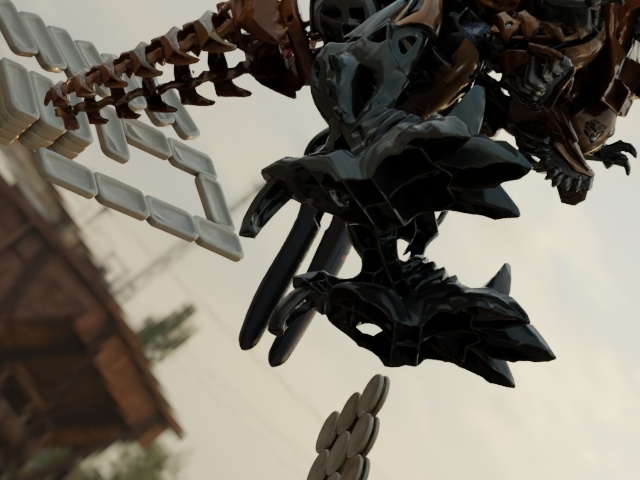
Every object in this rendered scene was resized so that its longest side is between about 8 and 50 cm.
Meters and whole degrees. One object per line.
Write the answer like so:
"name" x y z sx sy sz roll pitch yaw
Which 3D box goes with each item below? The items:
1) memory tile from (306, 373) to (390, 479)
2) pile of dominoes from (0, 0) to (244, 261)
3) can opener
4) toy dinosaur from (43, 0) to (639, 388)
"memory tile" 0.013 0.175 1.368 0.012 0.148 0.113 26 -37 -13
"pile of dominoes" -0.182 -0.085 1.545 0.251 0.040 0.196 26 35 -46
"can opener" 0.000 0.000 1.259 0.059 0.186 0.073 22 -1 28
"toy dinosaur" 0.047 -0.065 0.823 0.164 0.322 0.218 45 38 -42
